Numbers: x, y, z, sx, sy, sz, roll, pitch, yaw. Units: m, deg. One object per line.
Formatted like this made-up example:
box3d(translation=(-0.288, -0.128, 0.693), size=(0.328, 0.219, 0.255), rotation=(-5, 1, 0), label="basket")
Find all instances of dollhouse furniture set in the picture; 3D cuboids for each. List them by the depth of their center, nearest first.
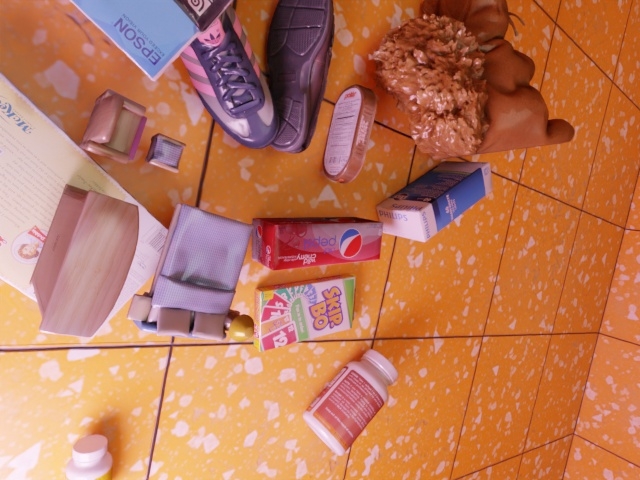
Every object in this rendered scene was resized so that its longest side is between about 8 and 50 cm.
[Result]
box3d(translation=(-0.168, 0.001, 0.542), size=(0.303, 0.198, 0.287), rotation=(21, 85, -39), label="dollhouse furniture set")

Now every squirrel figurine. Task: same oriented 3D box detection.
box3d(translation=(0.305, -0.365, 0.847), size=(0.396, 0.281, 0.371), rotation=(-14, 101, -36), label="squirrel figurine")

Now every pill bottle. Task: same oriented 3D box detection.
box3d(translation=(-0.360, 0.370, 0.632), size=(0.065, 0.065, 0.117), rotation=(1, 100, -36), label="pill bottle")
box3d(translation=(0.074, 0.355, 0.912), size=(0.216, 0.121, 0.121), rotation=(-42, 121, -21), label="pill bottle")

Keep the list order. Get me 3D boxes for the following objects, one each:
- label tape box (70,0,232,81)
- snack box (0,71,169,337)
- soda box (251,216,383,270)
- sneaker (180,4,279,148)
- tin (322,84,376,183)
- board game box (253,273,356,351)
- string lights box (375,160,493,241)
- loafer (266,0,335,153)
box3d(translation=(-0.165, -0.379, 0.419), size=(0.249, 0.115, 0.348), rotation=(43, 80, -32), label="label tape box")
box3d(translation=(-0.370, -0.037, 0.543), size=(0.187, 0.060, 0.322), rotation=(-50, 124, -19), label="snack box")
box3d(translation=(0.000, 0.000, 0.802), size=(0.263, 0.092, 0.084), rotation=(-4, 103, -36), label="soda box")
box3d(translation=(-0.154, -0.273, 0.592), size=(0.112, 0.131, 0.319), rotation=(-30, 115, -1), label="sneaker")
box3d(translation=(0.054, -0.207, 0.789), size=(0.040, 0.106, 0.190), rotation=(10, 93, -37), label="tin")
box3d(translation=(-0.019, 0.145, 0.858), size=(0.259, 0.039, 0.124), rotation=(-6, 104, -38), label="board game box")
box3d(translation=(0.270, -0.101, 0.952), size=(0.259, 0.133, 0.077), rotation=(-33, 118, -26), label="string lights box")
box3d(translation=(-0.034, -0.307, 0.724), size=(0.095, 0.109, 0.303), rotation=(-9, 111, -69), label="loafer")
